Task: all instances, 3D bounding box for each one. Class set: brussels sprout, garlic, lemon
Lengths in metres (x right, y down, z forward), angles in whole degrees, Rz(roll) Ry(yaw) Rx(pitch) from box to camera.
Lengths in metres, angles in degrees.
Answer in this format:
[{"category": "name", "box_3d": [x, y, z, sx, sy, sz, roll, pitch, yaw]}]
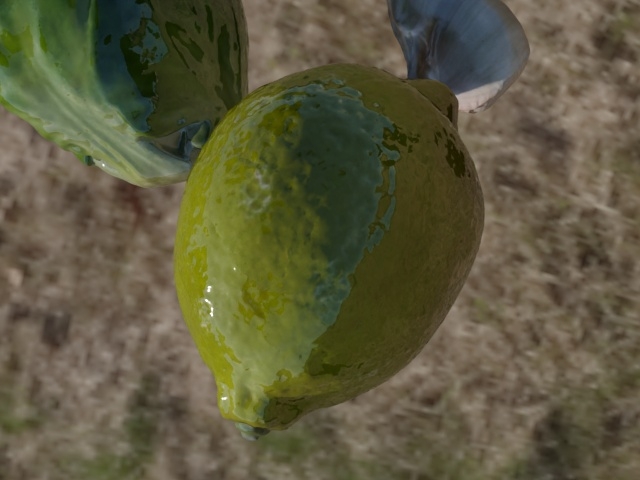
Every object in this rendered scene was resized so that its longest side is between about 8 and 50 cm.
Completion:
[{"category": "brussels sprout", "box_3d": [-0.166, -0.165, 1.461, 0.210, 0.219, 0.271, -27, 95, 25]}, {"category": "garlic", "box_3d": [0.116, -0.185, 1.516, 0.174, 0.099, 0.124, 53, 144, 23]}, {"category": "lemon", "box_3d": [0.000, 0.000, 1.021, 0.184, 0.184, 0.248, 15, 70, 49]}]
